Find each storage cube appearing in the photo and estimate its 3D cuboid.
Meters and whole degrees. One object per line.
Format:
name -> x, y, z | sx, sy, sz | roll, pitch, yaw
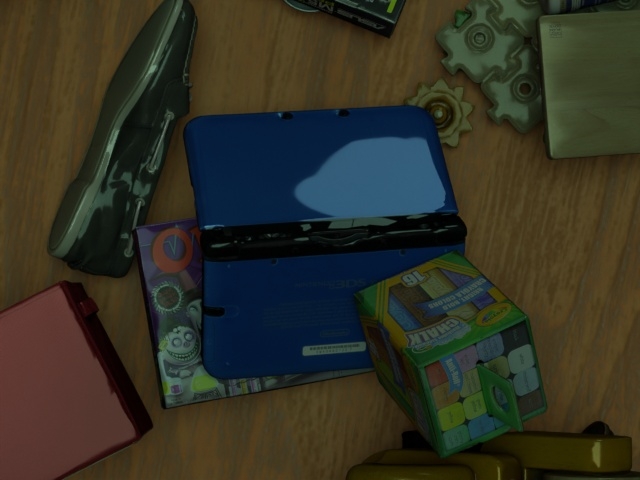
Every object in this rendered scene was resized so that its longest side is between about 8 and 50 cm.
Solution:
storage cube -> -0.316, 0.172, 1.872 | 0.215, 0.183, 0.193 | -28, 89, -3

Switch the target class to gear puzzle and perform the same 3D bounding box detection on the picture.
gear puzzle -> 0.237, -0.222, 1.975 | 0.339, 0.044, 0.175 | -42, 90, 0

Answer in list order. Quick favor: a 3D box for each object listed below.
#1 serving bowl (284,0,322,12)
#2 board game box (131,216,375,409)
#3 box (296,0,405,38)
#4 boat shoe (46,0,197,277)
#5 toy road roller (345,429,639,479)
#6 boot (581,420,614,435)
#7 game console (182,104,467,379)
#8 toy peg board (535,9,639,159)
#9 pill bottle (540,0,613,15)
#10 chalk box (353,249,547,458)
serving bowl -> -0.013, -0.303, 1.977 | 0.083, 0.027, 0.083 | 1, 79, -3
board game box -> -0.026, 0.060, 1.916 | 0.347, 0.056, 0.208 | -10, 83, -13
box -> 0.032, -0.397, 1.953 | 0.216, 0.060, 0.270 | 21, 79, 0
boat shoe -> -0.206, -0.116, 1.937 | 0.095, 0.112, 0.335 | 25, 91, -26
toy road roller -> 0.168, 0.309, 1.800 | 0.330, 0.241, 0.202 | -2, 86, 37
boot -> 0.320, 0.323, 1.938 | 0.106, 0.082, 0.219 | 21, 83, -21
game console -> 0.000, 0.000, 1.891 | 0.293, 0.173, 0.250 | -4, 117, -12
toy peg board -> 0.319, -0.175, 1.925 | 0.161, 0.079, 0.160 | -5, 89, -12
pill bottle -> 0.328, -0.316, 1.904 | 0.169, 0.094, 0.094 | -13, 87, 0
chalk box -> 0.145, 0.129, 1.767 | 0.132, 0.213, 0.132 | -23, 122, -12
